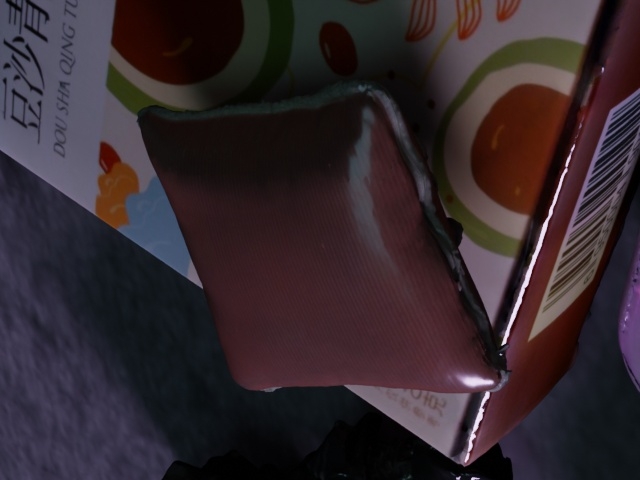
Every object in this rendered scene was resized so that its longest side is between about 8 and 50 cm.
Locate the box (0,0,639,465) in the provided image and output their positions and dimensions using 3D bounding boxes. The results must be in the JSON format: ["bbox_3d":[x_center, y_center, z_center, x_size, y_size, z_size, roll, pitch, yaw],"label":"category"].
[{"bbox_3d":[-0.007,-0.118,0.964,0.385,0.122,0.345,33,136,20],"label":"box"}]

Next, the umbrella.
[{"bbox_3d":[-0.016,0.179,1.197,0.154,0.128,0.336,38,133,-8],"label":"umbrella"}]

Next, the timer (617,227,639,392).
[{"bbox_3d":[0.247,0.032,0.883,0.190,0.069,0.208,29,135,24],"label":"timer"}]

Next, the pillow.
[{"bbox_3d":[0.000,0.000,0.889,0.179,0.075,0.171,-4,115,43],"label":"pillow"}]
